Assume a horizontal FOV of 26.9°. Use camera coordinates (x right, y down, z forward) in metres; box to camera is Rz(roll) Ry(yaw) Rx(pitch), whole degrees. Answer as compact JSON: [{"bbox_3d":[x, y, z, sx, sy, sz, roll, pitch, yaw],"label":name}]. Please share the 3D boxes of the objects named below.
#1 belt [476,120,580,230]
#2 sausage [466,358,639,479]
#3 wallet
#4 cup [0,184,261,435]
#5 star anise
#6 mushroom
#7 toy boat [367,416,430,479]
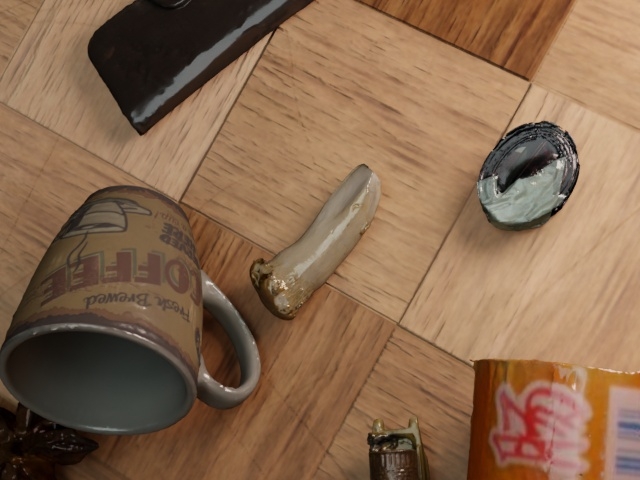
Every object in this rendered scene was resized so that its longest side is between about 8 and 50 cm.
[{"bbox_3d":[0.243,-0.073,1.556,0.105,0.058,0.140,41,90,15],"label":"belt"},{"bbox_3d":[0.262,0.277,1.389,0.233,0.233,0.287,3,82,19],"label":"sausage"},{"bbox_3d":[-0.158,-0.288,1.738,0.309,0.042,0.165,-37,72,8],"label":"wallet"},{"bbox_3d":[-0.203,0.082,1.597,0.301,0.227,0.257,23,51,-17],"label":"cup"},{"bbox_3d":[-0.369,0.258,1.669,0.212,0.111,0.196,-46,44,31],"label":"star anise"},{"bbox_3d":[0.000,0.000,1.618,0.209,0.071,0.084,-48,40,1],"label":"mushroom"},{"bbox_3d":[0.090,0.313,1.514,0.068,0.088,0.225,-7,76,16],"label":"toy boat"}]
